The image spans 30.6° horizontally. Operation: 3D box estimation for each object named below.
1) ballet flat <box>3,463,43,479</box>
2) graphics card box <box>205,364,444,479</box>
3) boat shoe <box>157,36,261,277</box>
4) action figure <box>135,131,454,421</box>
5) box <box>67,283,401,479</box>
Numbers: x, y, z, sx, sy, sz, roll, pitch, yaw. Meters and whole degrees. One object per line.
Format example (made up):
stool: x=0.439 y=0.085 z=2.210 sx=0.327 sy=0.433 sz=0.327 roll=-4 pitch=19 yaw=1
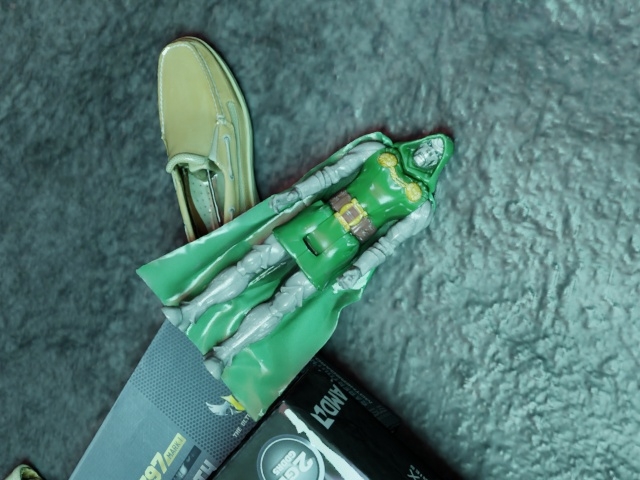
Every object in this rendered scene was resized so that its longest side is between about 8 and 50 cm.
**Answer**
ballet flat: x=-0.202 y=0.245 z=0.948 sx=0.168 sy=0.057 sz=0.052 roll=36 pitch=96 yaw=17
graphics card box: x=0.052 y=0.291 z=0.781 sx=0.371 sy=0.094 sz=0.233 roll=43 pitch=108 yaw=4
boat shoe: x=-0.087 y=-0.063 z=0.871 sx=0.068 sy=0.072 sz=0.190 roll=-20 pitch=85 yaw=23
action figure: x=0.000 y=0.000 z=0.817 sx=0.232 sy=0.063 sz=0.137 roll=-40 pitch=87 yaw=-3
box: x=-0.076 y=0.172 z=0.886 sx=0.183 sy=0.059 sz=0.233 roll=39 pitch=106 yaw=18
